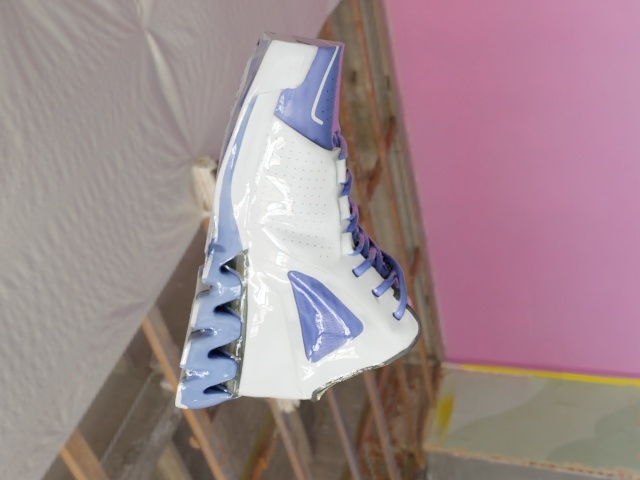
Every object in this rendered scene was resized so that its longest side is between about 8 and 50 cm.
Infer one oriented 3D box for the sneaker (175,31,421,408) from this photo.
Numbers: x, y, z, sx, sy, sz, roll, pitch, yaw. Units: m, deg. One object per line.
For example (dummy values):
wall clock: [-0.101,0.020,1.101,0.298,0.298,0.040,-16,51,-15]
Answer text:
sneaker: [0.000,0.001,0.652,0.127,0.182,0.315,-105,27,-67]
